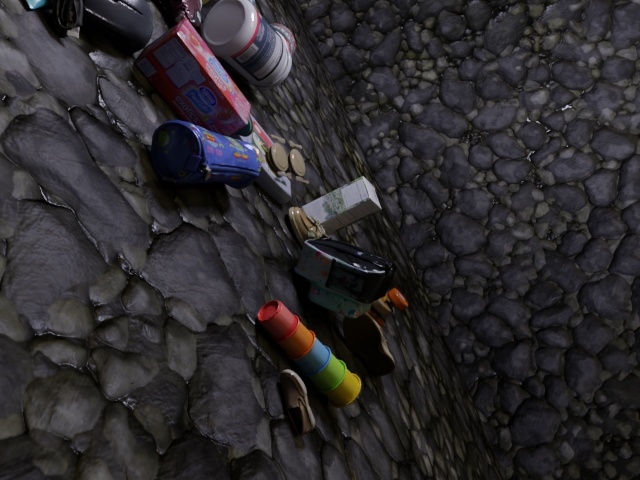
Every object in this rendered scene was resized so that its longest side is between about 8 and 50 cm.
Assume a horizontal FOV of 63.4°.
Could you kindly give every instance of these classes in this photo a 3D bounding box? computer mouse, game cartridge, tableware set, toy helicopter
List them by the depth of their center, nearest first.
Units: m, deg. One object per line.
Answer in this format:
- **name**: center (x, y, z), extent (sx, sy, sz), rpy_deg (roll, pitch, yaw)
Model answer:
- **computer mouse**: center (-0.410, -0.460, 1.033), extent (0.272, 0.072, 0.188), rpy_deg (0, 93, -76)
- **game cartridge**: center (-0.178, -0.249, 1.514), extent (0.294, 0.060, 0.196), rpy_deg (49, 27, -38)
- **tableware set**: center (-0.106, -0.238, 1.558), extent (0.194, 0.039, 0.128), rpy_deg (4, 74, -63)
- **toy helicopter**: center (0.163, 0.134, 1.885), extent (0.235, 0.140, 0.355), rpy_deg (43, 15, -28)

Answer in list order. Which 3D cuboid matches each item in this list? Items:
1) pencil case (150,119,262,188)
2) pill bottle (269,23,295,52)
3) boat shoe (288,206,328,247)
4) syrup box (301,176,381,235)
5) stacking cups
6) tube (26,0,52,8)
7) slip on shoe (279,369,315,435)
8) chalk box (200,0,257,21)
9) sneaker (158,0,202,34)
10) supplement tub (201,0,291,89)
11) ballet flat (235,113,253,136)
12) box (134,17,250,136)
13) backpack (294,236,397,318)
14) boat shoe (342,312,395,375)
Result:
- **pencil case**: center (-0.236, -0.177, 1.132), extent (0.133, 0.119, 0.306), rpy_deg (37, 13, 14)
- **pill bottle**: center (-0.189, -0.710, 1.929), extent (0.161, 0.161, 0.283), rpy_deg (57, 19, -21)
- **boat shoe**: center (0.000, 0.000, 1.604), extent (0.285, 0.089, 0.104), rpy_deg (54, 21, -28)
- **syrup box**: center (0.066, -0.103, 1.691), extent (0.096, 0.237, 0.093), rpy_deg (34, 35, -55)
- **stacking cups**: center (-0.028, 0.263, 1.183), extent (0.316, 0.096, 0.096), rpy_deg (50, 23, -30)
- **tube**: center (-0.487, -0.473, 0.963), extent (0.080, 0.052, 0.207), rpy_deg (60, 23, -16)
- **slip on shoe**: center (-0.054, 0.335, 1.072), extent (0.041, 0.051, 0.135), rpy_deg (-13, 84, -60)
- **chalk box**: center (-0.294, -0.785, 1.650), extent (0.132, 0.213, 0.132), rpy_deg (33, 36, -59)
- **sneaker**: center (-0.393, -0.646, 1.372), extent (0.281, 0.106, 0.162), rpy_deg (24, 46, -64)
- **supplement tub**: center (-0.228, -0.616, 1.644), extent (0.272, 0.191, 0.191), rpy_deg (26, 42, -63)
- **ballet flat**: center (-0.248, -0.361, 1.370), extent (0.213, 0.072, 0.068), rpy_deg (45, 14, -1)
- **box**: center (-0.292, -0.366, 1.226), extent (0.257, 0.128, 0.122), rpy_deg (52, 22, -32)
- **backpack**: center (0.058, 0.093, 1.440), extent (0.254, 0.191, 0.225), rpy_deg (27, 11, 17)
- **boat shoe**: center (0.144, 0.295, 1.590), extent (0.302, 0.109, 0.098), rpy_deg (58, 13, -36)
